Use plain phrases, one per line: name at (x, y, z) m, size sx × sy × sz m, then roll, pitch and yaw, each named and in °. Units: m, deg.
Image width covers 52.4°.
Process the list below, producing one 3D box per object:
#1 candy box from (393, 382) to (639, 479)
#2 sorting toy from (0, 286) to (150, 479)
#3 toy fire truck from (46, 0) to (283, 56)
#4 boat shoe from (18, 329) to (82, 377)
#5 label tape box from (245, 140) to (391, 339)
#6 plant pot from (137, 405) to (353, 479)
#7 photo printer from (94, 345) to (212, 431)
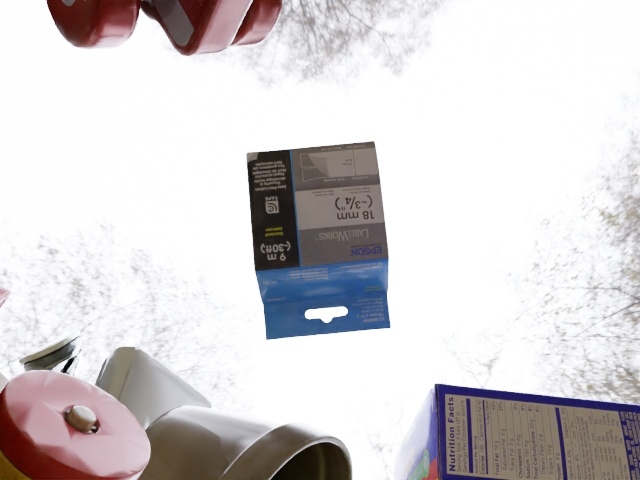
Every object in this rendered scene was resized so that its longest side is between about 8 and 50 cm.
candy box at (0.267, 0.295, 0.809) m, size 0.317 × 0.268 × 0.122 m, roll 6°, pitch -125°, yaw 0°
sorting toy at (-0.220, 0.086, 0.323) m, size 0.257 × 0.255 × 0.089 m, roll 37°, pitch -84°, yaw 18°
toy fire truck at (-0.113, -0.299, 0.481) m, size 0.254 × 0.169 × 0.302 m, roll -44°, pitch -112°, yaw 46°
boat shoe at (-0.498, 0.250, 1.238) m, size 0.116 × 0.319 × 0.099 m, roll -26°, pitch -95°, yaw -30°
label tape box at (0.000, 0.000, 1.180) m, size 0.240 × 0.106 × 0.334 m, roll -6°, pitch -103°, yaw -1°
plant pot at (-0.151, 0.407, 1.029) m, size 0.280 × 0.323 × 0.323 m, roll 17°, pitch -97°, yaw 35°
photo printer at (-0.330, 0.385, 1.187) m, size 0.107 × 0.256 × 0.307 m, roll -17°, pitch -138°, yaw 26°
